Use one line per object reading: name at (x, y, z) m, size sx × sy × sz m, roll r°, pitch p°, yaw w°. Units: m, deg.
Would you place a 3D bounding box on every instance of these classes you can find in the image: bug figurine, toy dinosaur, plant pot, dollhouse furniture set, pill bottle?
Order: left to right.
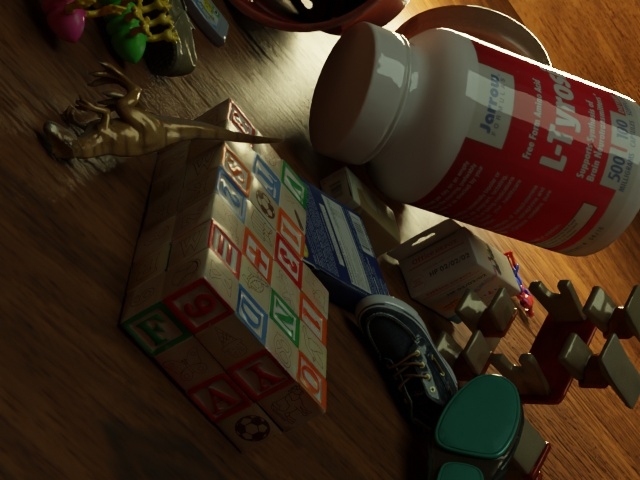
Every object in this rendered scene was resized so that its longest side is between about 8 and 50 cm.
bug figurine at (-0.231, -0.277, 1.257) m, size 0.216 × 0.072 × 0.279 m, roll 70°, pitch 16°, yaw 8°
toy dinosaur at (-0.154, -0.098, 1.175) m, size 0.212 × 0.064 × 0.112 m, roll -10°, pitch 55°, yaw -34°
plant pot at (0.013, -0.387, 1.763) m, size 0.272 × 0.272 × 0.265 m, roll 63°, pitch 11°, yaw 7°
plant pot at (0.199, -0.178, 1.967) m, size 0.263 × 0.263 × 0.229 m, roll 49°, pitch 40°, yaw -30°
pill bottle at (0.203, -0.135, 1.716) m, size 0.408 × 0.229 × 0.229 m, roll 16°, pitch 40°, yaw -23°
dollhouse furniture set at (0.265, 0.180, 1.624) m, size 0.135 × 0.262 × 0.259 m, roll 52°, pitch 55°, yaw -28°

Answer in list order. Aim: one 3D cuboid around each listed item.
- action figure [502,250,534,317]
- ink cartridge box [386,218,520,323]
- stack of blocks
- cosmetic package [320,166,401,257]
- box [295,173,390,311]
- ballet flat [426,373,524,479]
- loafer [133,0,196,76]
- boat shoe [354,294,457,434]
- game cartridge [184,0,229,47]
action figure at (0.325, 0.075, 2.197) m, size 0.115 × 0.030 × 0.038 m, roll 63°, pitch 25°, yaw -8°
ink cartridge box at (0.177, 0.043, 1.765) m, size 0.181 × 0.104 × 0.061 m, roll 30°, pitch 36°, yaw -54°
stack of blocks at (-0.075, 0.022, 1.204) m, size 0.171 × 0.087 × 0.297 m, roll 50°, pitch 22°, yaw -28°
cosmetic package at (0.050, -0.034, 1.656) m, size 0.115 × 0.041 × 0.060 m, roll 40°, pitch 28°, yaw -45°
box at (0.000, 0.000, 1.493) m, size 0.225 × 0.036 × 0.136 m, roll 32°, pitch 34°, yaw -56°
ballet flat at (0.150, 0.255, 1.425) m, size 0.280 × 0.095 × 0.096 m, roll -57°, pitch 159°, yaw -54°
loafer at (-0.164, -0.230, 1.389) m, size 0.050 × 0.056 × 0.148 m, roll 28°, pitch 48°, yaw -58°
boat shoe at (0.103, 0.142, 1.507) m, size 0.183 × 0.065 × 0.083 m, roll 49°, pitch 24°, yaw -31°
game cartridge at (-0.137, -0.267, 1.557) m, size 0.083 × 0.017 × 0.056 m, roll 51°, pitch 26°, yaw -26°
